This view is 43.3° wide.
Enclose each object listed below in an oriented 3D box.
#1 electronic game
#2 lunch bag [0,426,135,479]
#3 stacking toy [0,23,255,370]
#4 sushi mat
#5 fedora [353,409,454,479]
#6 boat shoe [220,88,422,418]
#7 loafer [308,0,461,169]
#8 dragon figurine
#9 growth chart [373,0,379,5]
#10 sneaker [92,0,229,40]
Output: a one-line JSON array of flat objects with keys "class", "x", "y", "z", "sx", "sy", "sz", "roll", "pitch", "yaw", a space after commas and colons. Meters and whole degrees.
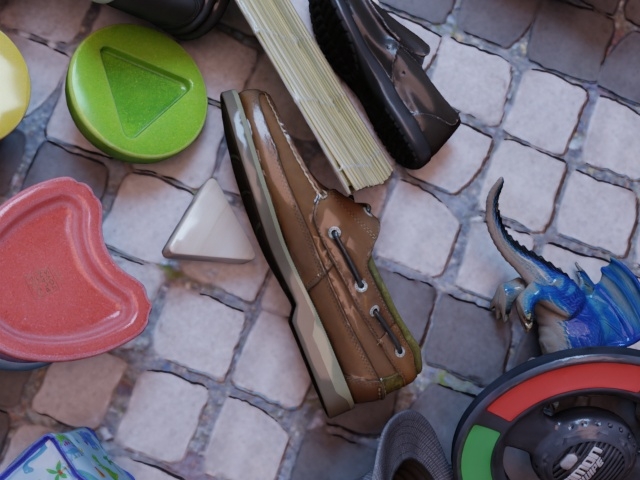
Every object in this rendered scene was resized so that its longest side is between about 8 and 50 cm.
[{"class": "electronic game", "x": 0.229, "y": 0.185, "z": 0.703, "sx": 0.229, "sy": 0.048, "sz": 0.229, "roll": 1, "pitch": 121, "yaw": 1}, {"class": "lunch bag", "x": -0.240, "y": 0.229, "z": 0.658, "sx": 0.151, "sy": 0.129, "sz": 0.096, "roll": -44, "pitch": 84, "yaw": -8}, {"class": "stacking toy", "x": -0.233, "y": -0.048, "z": 0.738, "sx": 0.279, "sy": 0.130, "sz": 0.309, "roll": -17, "pitch": 86, "yaw": -35}, {"class": "sushi mat", "x": -0.031, "y": -0.183, "z": 0.730, "sx": 0.019, "sy": 0.151, "sz": 0.316, "roll": -31, "pitch": 89, "yaw": 18}, {"class": "fedora", "x": 0.053, "y": 0.290, "z": 0.661, "sx": 0.124, "sy": 0.244, "sz": 0.275, "roll": -21, "pitch": 89, "yaw": 20}, {"class": "boat shoe", "x": 0.000, "y": 0.000, "z": 0.733, "sx": 0.104, "sy": 0.111, "sz": 0.307, "roll": -21, "pitch": 96, "yaw": -7}, {"class": "loafer", "x": 0.062, "y": -0.177, "z": 0.782, "sx": 0.078, "sy": 0.080, "sz": 0.220, "roll": -30, "pitch": 94, "yaw": -15}, {"class": "dragon figurine", "x": 0.246, "y": 0.066, "z": 0.755, "sx": 0.144, "sy": 0.085, "sz": 0.289, "roll": -20, "pitch": 89, "yaw": -11}, {"class": "growth chart", "x": 0.027, "y": -0.366, "z": 0.829, "sx": 0.172, "sy": 0.021, "sz": 0.237, "roll": 26, "pitch": 79, "yaw": -1}, {"class": "sneaker", "x": -0.176, "y": -0.298, "z": 0.766, "sx": 0.104, "sy": 0.147, "sz": 0.296, "roll": -39, "pitch": 55, "yaw": 22}]
